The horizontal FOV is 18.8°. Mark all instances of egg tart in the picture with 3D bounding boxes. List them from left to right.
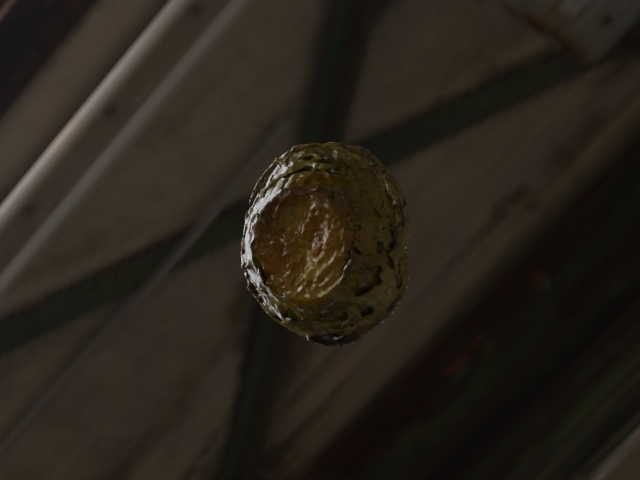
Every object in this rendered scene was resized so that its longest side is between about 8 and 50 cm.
[{"bbox_3d":[0.000,0.000,1.208,0.130,0.130,0.052,51,-158,22],"label":"egg tart"}]
